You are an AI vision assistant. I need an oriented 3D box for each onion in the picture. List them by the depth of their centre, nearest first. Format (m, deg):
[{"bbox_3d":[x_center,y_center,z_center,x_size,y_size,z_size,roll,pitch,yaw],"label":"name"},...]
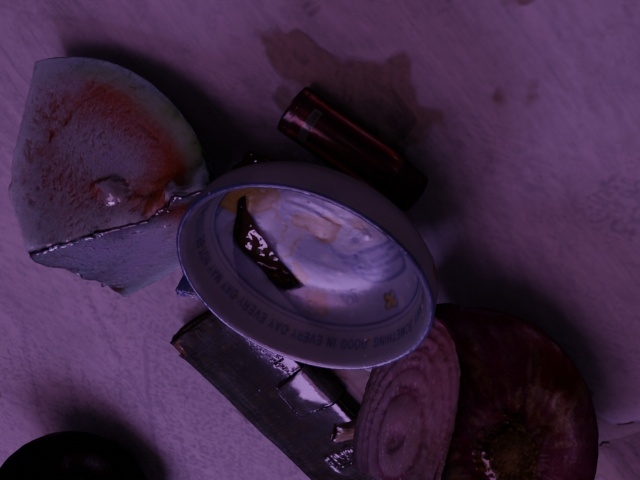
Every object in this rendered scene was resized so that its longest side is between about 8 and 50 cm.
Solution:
[{"bbox_3d":[0.179,0.205,1.190,0.230,0.272,0.256,18,107,-16],"label":"onion"}]

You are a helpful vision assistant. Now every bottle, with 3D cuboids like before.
[{"bbox_3d":[0.036,-0.092,1.166,0.164,0.060,0.060,35,136,3],"label":"bottle"}]

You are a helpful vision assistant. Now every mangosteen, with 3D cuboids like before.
[{"bbox_3d":[-0.398,0.434,1.719,0.287,0.233,0.288,-6,82,42],"label":"mangosteen"}]

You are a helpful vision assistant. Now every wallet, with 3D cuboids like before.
[{"bbox_3d":[-0.046,0.208,1.467,0.317,0.044,0.169,47,134,-10],"label":"wallet"}]

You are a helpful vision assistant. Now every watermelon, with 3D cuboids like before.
[{"bbox_3d":[-0.255,-0.074,1.255,0.320,0.213,0.290,-21,100,57],"label":"watermelon"}]

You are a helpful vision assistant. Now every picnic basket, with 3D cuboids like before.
[{"bbox_3d":[-0.056,-0.013,1.286,0.110,0.055,0.193,18,132,10],"label":"picnic basket"}]

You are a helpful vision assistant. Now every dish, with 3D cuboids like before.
[{"bbox_3d":[0.000,0.000,1.162,0.273,0.134,0.273,13,138,12],"label":"dish"}]

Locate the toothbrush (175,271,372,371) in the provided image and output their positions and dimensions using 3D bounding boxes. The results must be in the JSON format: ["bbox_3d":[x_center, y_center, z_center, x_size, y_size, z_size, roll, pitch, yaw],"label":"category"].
[{"bbox_3d":[0.028,0.121,1.312,0.417,0.040,0.042,23,153,-4],"label":"toothbrush"}]
